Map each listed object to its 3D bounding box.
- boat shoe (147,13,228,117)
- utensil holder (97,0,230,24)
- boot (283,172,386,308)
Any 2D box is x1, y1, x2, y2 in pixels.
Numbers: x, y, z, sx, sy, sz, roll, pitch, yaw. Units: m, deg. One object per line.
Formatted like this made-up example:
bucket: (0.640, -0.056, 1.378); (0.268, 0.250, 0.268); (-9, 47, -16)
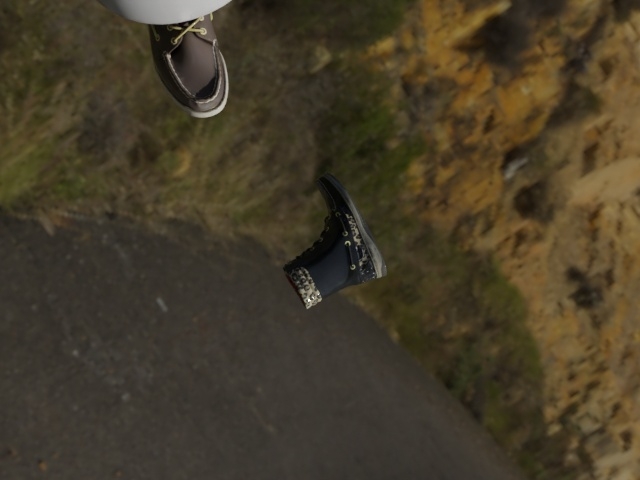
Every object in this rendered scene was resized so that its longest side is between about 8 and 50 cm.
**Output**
boat shoe: (-0.232, -0.358, 1.981); (0.096, 0.117, 0.324); (100, -26, -67)
utensil holder: (-0.247, -0.520, 1.626); (0.327, 0.328, 0.385); (59, -6, 23)
boot: (0.000, 0.000, 2.284); (0.236, 0.179, 0.085); (61, -6, 18)
